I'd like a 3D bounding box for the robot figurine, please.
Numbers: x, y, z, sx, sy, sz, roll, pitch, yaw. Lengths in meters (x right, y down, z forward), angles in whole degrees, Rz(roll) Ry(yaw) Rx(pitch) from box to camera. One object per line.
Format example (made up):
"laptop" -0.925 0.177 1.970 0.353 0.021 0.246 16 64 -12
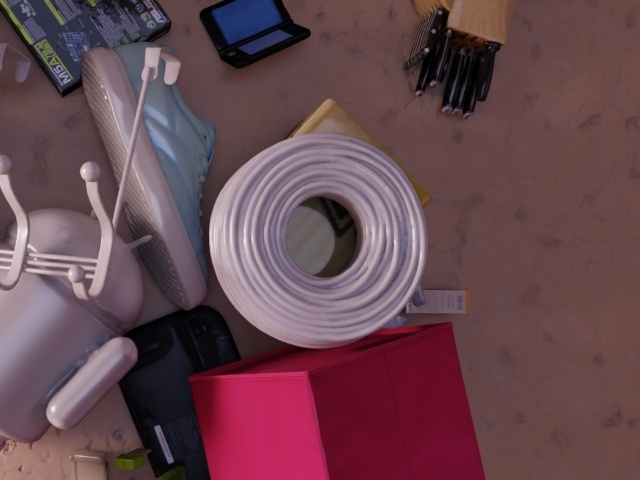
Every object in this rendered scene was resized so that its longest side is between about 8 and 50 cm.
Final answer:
"robot figurine" -0.359 0.104 1.085 0.300 0.200 0.353 34 78 25

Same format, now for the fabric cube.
"fabric cube" 0.025 0.261 1.108 0.259 0.254 0.258 -12 89 -39

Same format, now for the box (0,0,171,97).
"box" -0.332 -0.324 1.200 0.184 0.045 0.191 -36 96 -11

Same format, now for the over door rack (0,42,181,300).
"over door rack" -0.324 -0.102 1.000 0.239 0.108 0.324 5 65 16

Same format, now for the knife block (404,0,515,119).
"knife block" 0.243 -0.331 1.321 0.275 0.088 0.242 -30 95 -14

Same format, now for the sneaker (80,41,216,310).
"sneaker" -0.191 -0.094 1.177 0.150 0.135 0.366 -21 99 -26

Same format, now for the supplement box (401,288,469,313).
"supplement box" 0.161 0.089 1.286 0.098 0.062 0.036 2 88 -13

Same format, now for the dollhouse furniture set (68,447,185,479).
"dollhouse furniture set" -0.259 0.315 1.166 0.151 0.058 0.076 -1 95 24

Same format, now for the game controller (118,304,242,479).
"game controller" -0.163 0.255 1.204 0.166 0.067 0.319 -21 91 0

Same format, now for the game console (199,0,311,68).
"game console" -0.093 -0.307 1.246 0.122 0.107 0.071 -28 122 -14

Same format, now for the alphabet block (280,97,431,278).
"alphabet block" -0.004 -0.043 1.189 0.193 0.192 0.197 44 77 -10

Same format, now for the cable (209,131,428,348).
"cable" 0.000 0.000 1.044 0.257 0.089 0.257 -13 90 -14
